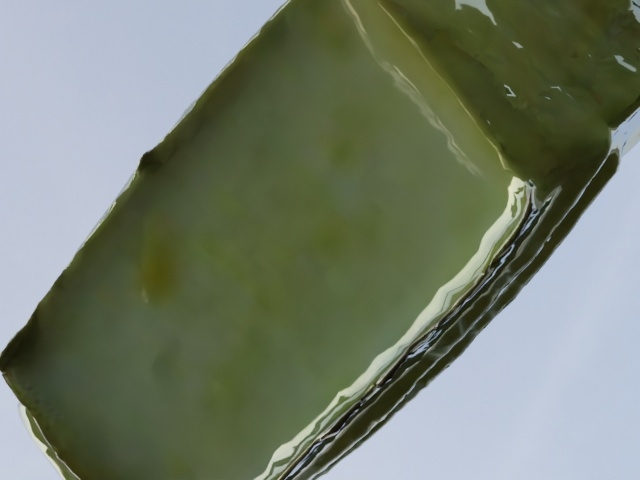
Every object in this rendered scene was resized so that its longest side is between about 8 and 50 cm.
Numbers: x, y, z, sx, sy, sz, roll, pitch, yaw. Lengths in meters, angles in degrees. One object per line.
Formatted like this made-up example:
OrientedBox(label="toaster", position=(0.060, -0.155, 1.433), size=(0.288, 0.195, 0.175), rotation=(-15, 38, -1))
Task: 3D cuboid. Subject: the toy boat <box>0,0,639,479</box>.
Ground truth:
OrientedBox(label="toy boat", position=(-0.001, 0.000, 0.400), size=(0.276, 0.111, 0.084), rotation=(-44, -10, 20))
